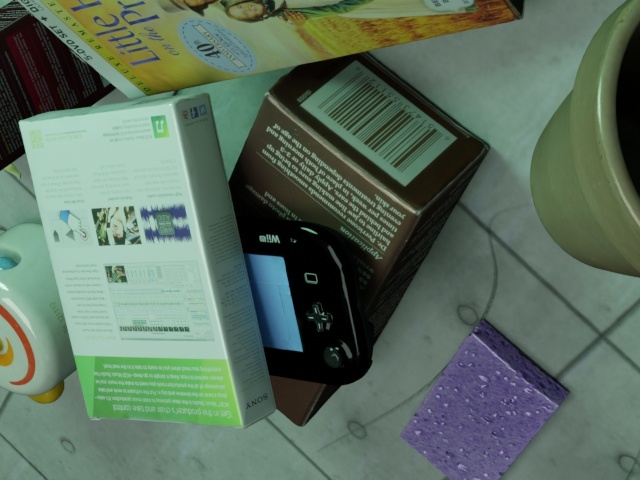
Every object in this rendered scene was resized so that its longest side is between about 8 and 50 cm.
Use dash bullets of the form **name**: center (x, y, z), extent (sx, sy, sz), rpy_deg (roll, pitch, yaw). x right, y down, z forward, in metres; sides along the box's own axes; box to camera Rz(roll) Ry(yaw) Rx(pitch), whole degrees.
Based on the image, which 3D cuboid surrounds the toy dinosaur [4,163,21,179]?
- **toy dinosaur**: center (-0.400, -0.122, 1.976), extent (0.183, 0.092, 0.053), rpy_deg (34, 139, 16)

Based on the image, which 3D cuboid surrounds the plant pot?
- **plant pot**: center (0.282, -0.069, 1.329), extent (0.263, 0.263, 0.229), rpy_deg (52, 159, -6)

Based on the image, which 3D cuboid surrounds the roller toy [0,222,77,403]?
- **roller toy**: center (-0.367, 0.090, 2.076), extent (0.191, 0.146, 0.209), rpy_deg (42, 140, 8)

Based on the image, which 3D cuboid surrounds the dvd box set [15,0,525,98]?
- **dvd box set**: center (-0.076, -0.253, 1.425), extent (0.420, 0.062, 0.307), rpy_deg (-8, 149, 29)

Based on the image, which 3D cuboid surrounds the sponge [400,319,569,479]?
- **sponge**: center (0.170, 0.184, 1.767), extent (0.117, 0.031, 0.210), rpy_deg (39, 139, 10)

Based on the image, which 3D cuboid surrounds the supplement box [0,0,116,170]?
- **supplement box**: center (-0.326, -0.168, 1.760), extent (0.073, 0.239, 0.130), rpy_deg (4, 123, 40)

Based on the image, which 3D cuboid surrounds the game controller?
- **game controller**: center (-0.084, 0.050, 1.647), extent (0.319, 0.067, 0.166), rpy_deg (5, 123, 40)

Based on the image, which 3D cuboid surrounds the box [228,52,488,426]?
- **box**: center (0.000, 0.000, 1.689), extent (0.191, 0.143, 0.381), rpy_deg (39, 138, 10)

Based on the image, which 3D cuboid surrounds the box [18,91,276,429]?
- **box**: center (-0.172, 0.023, 1.647), extent (0.232, 0.058, 0.322), rpy_deg (-2, 103, 42)
